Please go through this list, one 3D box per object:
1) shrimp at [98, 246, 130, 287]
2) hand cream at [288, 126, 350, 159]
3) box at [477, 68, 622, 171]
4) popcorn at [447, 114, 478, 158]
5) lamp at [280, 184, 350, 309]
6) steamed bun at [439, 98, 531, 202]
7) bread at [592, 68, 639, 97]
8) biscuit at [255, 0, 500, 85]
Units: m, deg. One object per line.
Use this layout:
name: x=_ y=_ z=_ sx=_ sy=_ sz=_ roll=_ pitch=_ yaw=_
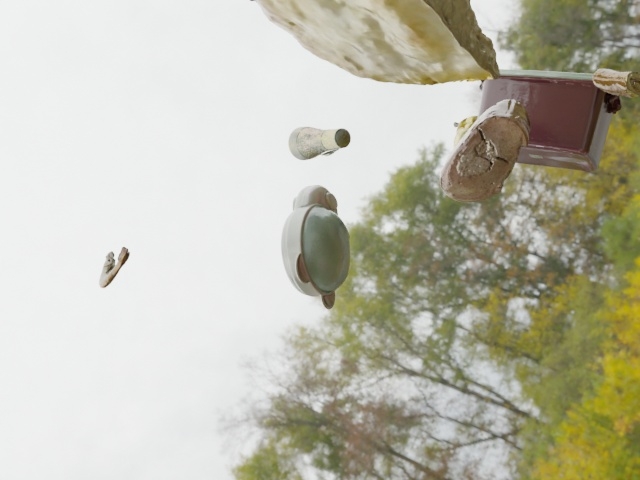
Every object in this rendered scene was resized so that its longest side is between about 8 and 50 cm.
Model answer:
shrimp: x=-0.401 y=0.042 z=1.398 sx=0.025 sy=0.127 sz=0.091 roll=33 pitch=-76 yaw=-26
hand cream: x=0.005 y=-0.239 z=1.713 sx=0.084 sy=0.203 sz=0.084 roll=-1 pitch=-88 yaw=-33
box: x=0.480 y=-0.257 z=1.547 sx=0.193 sy=0.294 sz=0.167 roll=24 pitch=-101 yaw=-59
popcorn: x=0.414 y=-0.235 z=1.904 sx=0.163 sy=0.140 sz=0.194 roll=-148 pitch=70 yaw=-83
lamp: x=0.003 y=-0.001 z=1.395 sx=0.179 sy=0.108 sz=0.246 roll=55 pitch=-148 yaw=-49
steamed bun: x=0.286 y=-0.149 z=1.212 sx=0.175 sy=0.106 sz=0.145 roll=-56 pitch=-4 yaw=31
bread: x=0.446 y=-0.235 z=1.064 sx=0.047 sy=0.083 sz=0.036 roll=17 pitch=-79 yaw=-19
biscuit: x=0.073 y=-0.403 z=1.220 sx=0.429 sy=0.446 sz=0.104 roll=30 pitch=-101 yaw=-32
